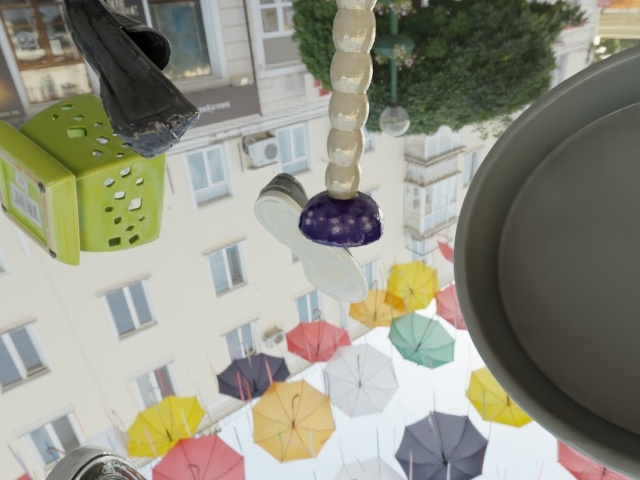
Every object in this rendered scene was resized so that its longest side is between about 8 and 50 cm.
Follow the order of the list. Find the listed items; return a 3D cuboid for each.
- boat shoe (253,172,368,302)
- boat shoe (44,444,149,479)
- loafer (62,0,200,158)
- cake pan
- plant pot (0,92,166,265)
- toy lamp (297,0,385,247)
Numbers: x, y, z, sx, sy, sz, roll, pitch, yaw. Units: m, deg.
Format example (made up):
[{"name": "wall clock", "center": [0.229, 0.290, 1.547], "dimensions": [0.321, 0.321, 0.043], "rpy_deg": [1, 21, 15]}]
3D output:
[{"name": "boat shoe", "center": [0.000, 0.000, 0.906], "dimensions": [0.116, 0.319, 0.099], "rpy_deg": [-22, -145, 32]}, {"name": "boat shoe", "center": [-0.187, 0.350, 0.506], "dimensions": [0.105, 0.306, 0.113], "rpy_deg": [-2, -157, 28]}, {"name": "loafer", "center": [-0.184, -0.178, 0.452], "dimensions": [0.078, 0.076, 0.223], "rpy_deg": [-31, -111, -1]}, {"name": "cake pan", "center": [0.235, 0.005, 0.304], "dimensions": [0.293, 0.293, 0.054], "rpy_deg": [26, -177, 44]}, {"name": "plant pot", "center": [-0.436, -0.102, 0.838], "dimensions": [0.228, 0.227, 0.207], "rpy_deg": [34, -141, 18]}, {"name": "toy lamp", "center": [0.022, -0.131, 0.306], "dimensions": [0.080, 0.275, 0.080], "rpy_deg": [0, -154, 0]}]
